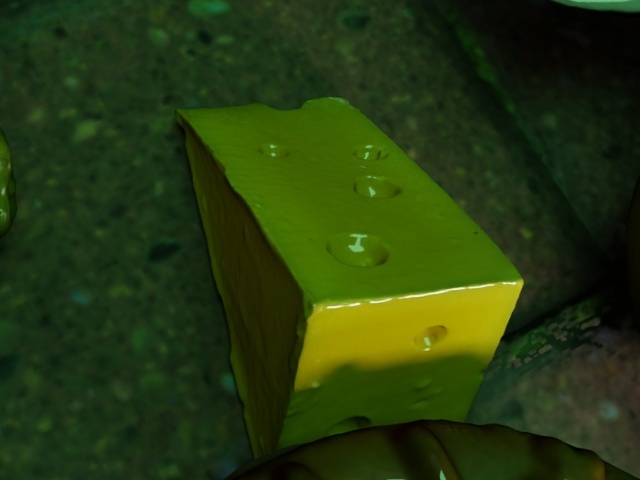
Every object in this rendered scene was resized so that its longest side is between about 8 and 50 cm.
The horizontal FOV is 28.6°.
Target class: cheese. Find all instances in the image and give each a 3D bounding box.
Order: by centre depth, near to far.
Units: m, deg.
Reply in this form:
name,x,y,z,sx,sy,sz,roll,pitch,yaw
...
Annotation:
name,x,y,z,sx,sy,sz,roll,pitch,yaw
cheese,0.000,0.000,0.553,0.093,0.126,0.171,-10,51,-20

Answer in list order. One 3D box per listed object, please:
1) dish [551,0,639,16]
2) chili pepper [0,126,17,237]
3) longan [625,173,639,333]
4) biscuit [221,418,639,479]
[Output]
name,x,y,z,sx,sy,sz,roll,pitch,yaw
dish,0.189,-0.228,0.611,0.303,0.120,0.303,5,43,-4
chili pepper,-0.226,-0.029,0.498,0.204,0.072,0.073,-5,52,-10
longan,0.230,0.007,0.543,0.197,0.196,0.220,26,68,-4
biscuit,0.049,0.226,0.453,0.332,0.103,0.332,6,67,-14
